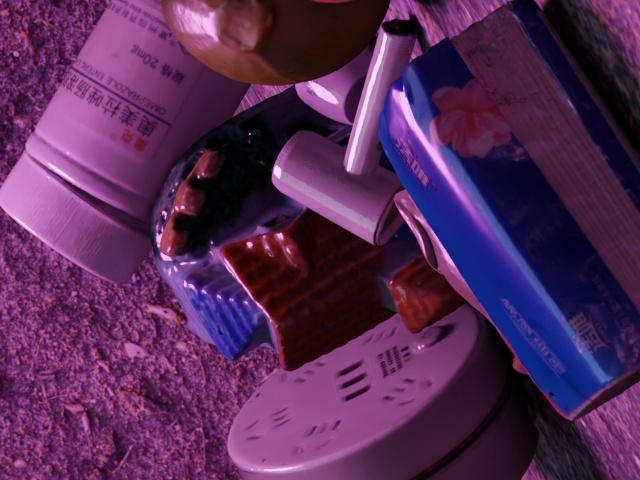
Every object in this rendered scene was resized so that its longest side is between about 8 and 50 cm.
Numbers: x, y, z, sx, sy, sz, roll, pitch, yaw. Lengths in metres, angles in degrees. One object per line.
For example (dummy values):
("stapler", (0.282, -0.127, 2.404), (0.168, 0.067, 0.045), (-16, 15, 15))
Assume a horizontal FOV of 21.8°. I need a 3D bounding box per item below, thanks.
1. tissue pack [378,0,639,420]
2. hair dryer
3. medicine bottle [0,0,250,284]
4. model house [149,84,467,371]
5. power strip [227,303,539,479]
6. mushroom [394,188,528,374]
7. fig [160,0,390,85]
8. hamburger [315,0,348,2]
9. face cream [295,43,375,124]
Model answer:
("tissue pack", (0.160, -0.014, 1.204), (0.269, 0.137, 0.209), (60, 171, 10))
("hair dryer", (0.038, -0.115, 1.585), (0.131, 0.073, 0.236), (30, 131, 17))
("medicine bottle", (-0.218, -0.132, 1.920), (0.190, 0.332, 0.190), (31, -178, -1))
("model house", (0.000, 0.000, 1.766), (0.329, 0.295, 0.251), (31, 147, 64))
("power strip", (0.061, 0.225, 1.925), (0.161, 0.357, 0.357), (61, 173, -19))
("mushroom", (0.155, 0.015, 1.534), (0.247, 0.096, 0.108), (53, 144, 30))
("fig", (-0.046, -0.234, 1.423), (0.207, 0.207, 0.230), (59, -161, 12))
("hamburger", (0.000, -0.298, 1.216), (0.286, 0.146, 0.243), (-130, 19, -61))
("face cream", (0.024, -0.168, 1.717), (0.095, 0.091, 0.091), (43, 163, 42))
